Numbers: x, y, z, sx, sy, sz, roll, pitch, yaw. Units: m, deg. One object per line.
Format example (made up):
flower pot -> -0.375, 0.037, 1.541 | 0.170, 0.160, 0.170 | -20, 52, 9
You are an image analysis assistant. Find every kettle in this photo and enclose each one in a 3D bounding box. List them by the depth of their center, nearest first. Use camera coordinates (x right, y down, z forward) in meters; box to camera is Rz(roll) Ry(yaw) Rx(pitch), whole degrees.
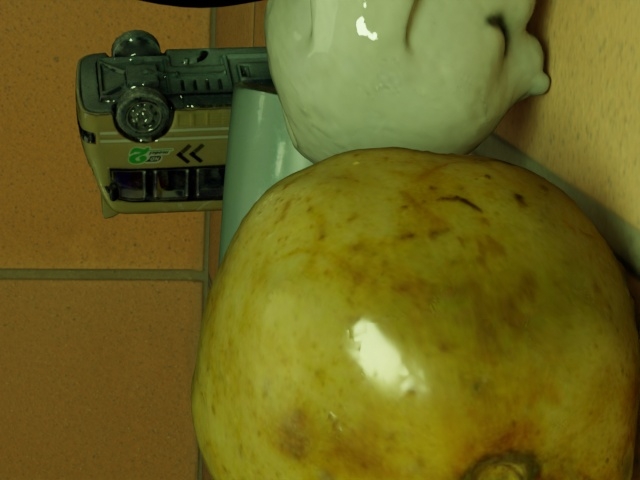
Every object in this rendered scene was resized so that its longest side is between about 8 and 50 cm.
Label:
kettle -> 0.000, 0.000, 1.370 | 0.211, 0.160, 0.243 | 17, 100, 51

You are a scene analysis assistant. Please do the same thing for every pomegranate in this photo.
pomegranate -> 0.048, 0.076, 0.858 | 0.260, 0.260, 0.260 | 180, 90, -81

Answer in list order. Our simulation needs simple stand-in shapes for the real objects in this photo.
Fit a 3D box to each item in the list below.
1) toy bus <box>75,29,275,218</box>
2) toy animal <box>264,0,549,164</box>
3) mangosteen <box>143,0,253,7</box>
toy bus -> -0.091, -0.109, 1.566 | 0.139, 0.290, 0.157 | -108, 17, -54
toy animal -> 0.039, -0.155, 1.036 | 0.271, 0.206, 0.265 | 108, 164, -55
mangosteen -> -0.112, -0.416, 1.488 | 0.435, 0.382, 0.382 | -81, -2, -54
